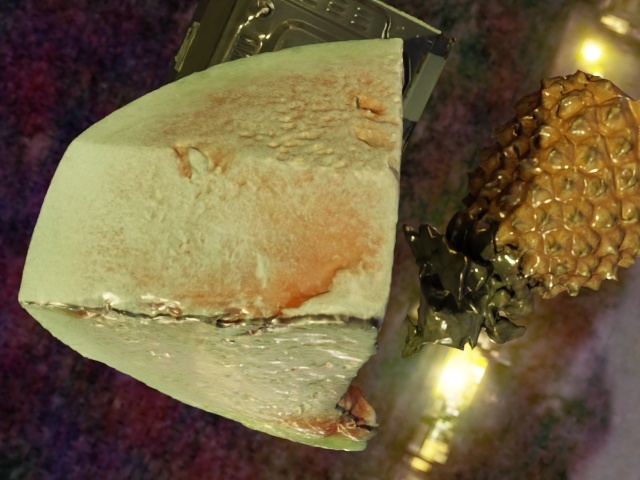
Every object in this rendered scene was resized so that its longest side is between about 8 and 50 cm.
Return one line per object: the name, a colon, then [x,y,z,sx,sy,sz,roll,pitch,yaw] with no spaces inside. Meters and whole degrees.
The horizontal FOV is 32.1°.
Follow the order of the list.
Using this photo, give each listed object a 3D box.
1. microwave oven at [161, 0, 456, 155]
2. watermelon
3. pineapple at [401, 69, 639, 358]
microwave oven: [-0.038,-0.106,1.078,0.295,0.237,0.181,-64,-163,7]
watermelon: [0.000,0.000,0.705,0.320,0.214,0.289,45,73,-35]
pineapple: [0.214,-0.007,1.207,0.357,0.223,0.223,-41,166,-7]
